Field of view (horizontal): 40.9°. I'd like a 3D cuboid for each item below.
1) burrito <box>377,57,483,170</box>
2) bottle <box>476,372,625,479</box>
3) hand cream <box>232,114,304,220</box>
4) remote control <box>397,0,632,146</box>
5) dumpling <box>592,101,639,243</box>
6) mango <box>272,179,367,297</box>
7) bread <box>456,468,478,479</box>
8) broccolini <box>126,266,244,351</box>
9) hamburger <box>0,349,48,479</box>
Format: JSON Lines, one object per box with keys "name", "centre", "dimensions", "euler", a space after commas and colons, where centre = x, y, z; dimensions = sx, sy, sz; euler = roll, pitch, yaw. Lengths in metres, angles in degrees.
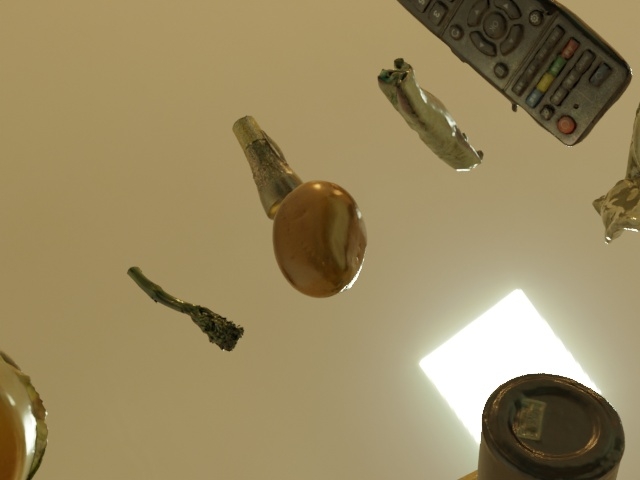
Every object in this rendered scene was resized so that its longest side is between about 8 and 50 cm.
{"name": "burrito", "centre": [0.174, -0.196, 1.379], "dimensions": [0.066, 0.309, 0.096], "euler": [-43, -127, 10]}
{"name": "bottle", "centre": [0.127, 0.185, 0.505], "dimensions": [0.082, 0.244, 0.072], "euler": [17, -137, 23]}
{"name": "hand cream", "centre": [-0.093, -0.132, 1.484], "dimensions": [0.084, 0.084, 0.203], "euler": [-22, -116, -15]}
{"name": "remote control", "centre": [0.204, -0.283, 1.066], "dimensions": [0.399, 0.144, 0.062], "euler": [46, -138, 17]}
{"name": "dumpling", "centre": [0.290, -0.059, 0.634], "dimensions": [0.193, 0.258, 0.147], "euler": [-29, -92, -3]}
{"name": "mango", "centre": [0.000, 0.000, 0.711], "dimensions": [0.080, 0.060, 0.114], "euler": [-15, -127, 2]}
{"name": "bread", "centre": [0.189, 0.459, 1.332], "dimensions": [0.288, 0.152, 0.119], "euler": [-38, -108, 24]}
{"name": "broccolini", "centre": [-0.215, 0.102, 1.338], "dimensions": [0.239, 0.051, 0.054], "euler": [27, -146, 28]}
{"name": "hamburger", "centre": [-0.501, 0.254, 1.083], "dimensions": [0.300, 0.176, 0.300], "euler": [-3, -82, -17]}
